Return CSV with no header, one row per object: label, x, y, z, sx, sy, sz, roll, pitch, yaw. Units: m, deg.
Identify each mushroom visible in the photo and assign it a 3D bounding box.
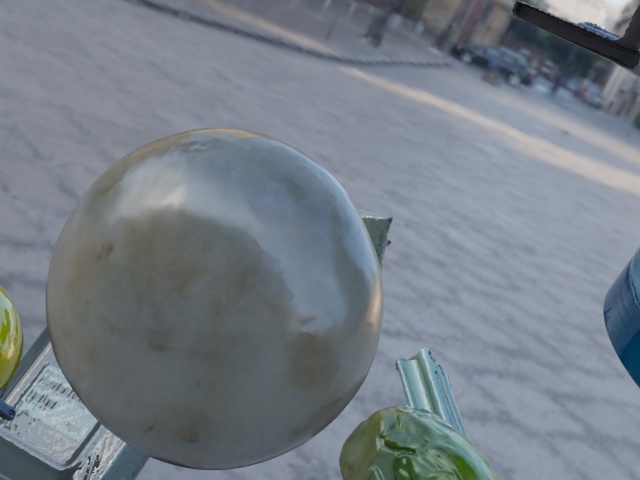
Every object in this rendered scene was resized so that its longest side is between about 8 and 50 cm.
mushroom,-0.107,0.061,1.216,0.362,0.362,0.294,29,5,10

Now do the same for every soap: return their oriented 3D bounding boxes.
soap,0.175,0.272,1.671,0.114,0.063,0.198,51,18,-50

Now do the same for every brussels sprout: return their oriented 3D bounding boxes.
brussels sprout,0.133,0.294,1.358,0.223,0.161,0.223,46,21,-23

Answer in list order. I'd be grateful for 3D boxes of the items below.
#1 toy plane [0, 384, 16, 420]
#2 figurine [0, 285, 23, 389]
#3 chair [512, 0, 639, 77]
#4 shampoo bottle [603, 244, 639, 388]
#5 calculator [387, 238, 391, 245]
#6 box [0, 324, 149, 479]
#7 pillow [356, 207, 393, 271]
toy plane,-0.592,0.346,1.867,0.204,0.316,0.103,-10,-54,49
figurine,-0.592,0.169,1.622,0.187,0.343,0.215,49,25,-53
chair,0.405,-0.244,1.197,0.175,0.183,0.326,2,30,-49
shampoo bottle,0.515,0.026,1.126,0.331,0.343,0.331,20,34,-14
calculator,-0.005,-0.077,2.029,0.294,0.043,0.194,37,2,11
box,-0.466,0.322,2.197,0.396,0.396,0.111,16,-27,38
pillow,0.000,0.000,1.777,0.229,0.148,0.050,16,28,20
